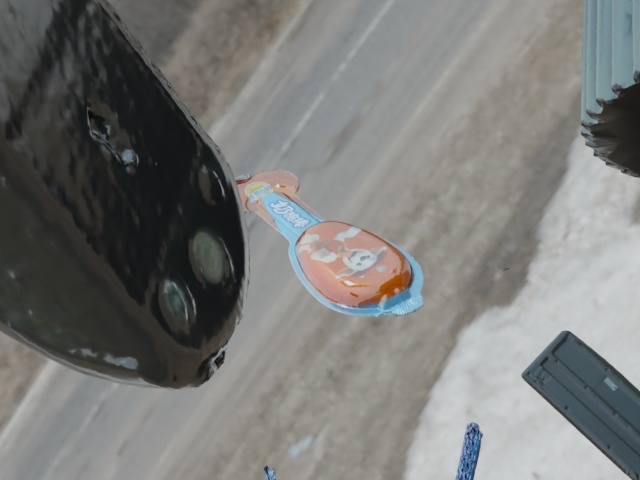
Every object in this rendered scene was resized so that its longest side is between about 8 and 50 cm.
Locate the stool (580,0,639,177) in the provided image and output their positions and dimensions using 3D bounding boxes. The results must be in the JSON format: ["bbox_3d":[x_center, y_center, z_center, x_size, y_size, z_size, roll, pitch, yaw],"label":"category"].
[{"bbox_3d":[0.342,-0.241,1.097,0.297,0.297,0.330,-29,56,57],"label":"stool"}]

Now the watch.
[{"bbox_3d":[0.089,0.379,1.696,0.276,0.275,0.068,-13,-5,9],"label":"watch"}]

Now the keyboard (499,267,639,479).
[{"bbox_3d":[0.336,0.192,1.732,0.103,0.381,0.041,-41,-6,-25],"label":"keyboard"}]

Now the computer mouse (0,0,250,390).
[{"bbox_3d":[-0.140,-0.040,0.690,0.100,0.269,0.170,-20,33,23],"label":"computer mouse"}]

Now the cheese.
[{"bbox_3d":[0.000,0.000,1.319,0.106,0.256,0.037,-25,-43,-30],"label":"cheese"}]
